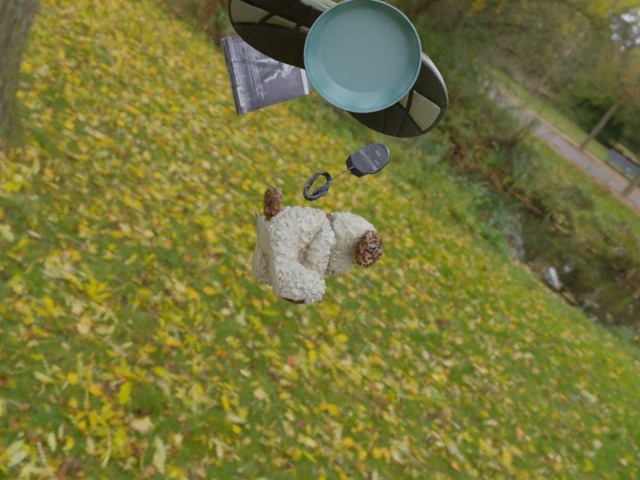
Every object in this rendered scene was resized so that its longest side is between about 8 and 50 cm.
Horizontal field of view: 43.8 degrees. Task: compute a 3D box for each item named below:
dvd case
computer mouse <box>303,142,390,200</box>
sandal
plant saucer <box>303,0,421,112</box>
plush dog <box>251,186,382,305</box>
[{"bbox_3d":[-0.116,-0.383,1.762,0.221,0.164,0.018,-26,22,-39],"label":"dvd case"},{"bbox_3d":[0.061,-0.154,1.839,0.071,0.242,0.041,56,-19,15],"label":"computer mouse"},{"bbox_3d":[0.032,-0.240,0.980,0.303,0.120,0.086,33,40,-8],"label":"sandal"},{"bbox_3d":[0.043,-0.190,0.813,0.119,0.119,0.021,31,30,-14],"label":"plant saucer"},{"bbox_3d":[0.000,0.000,1.530,0.225,0.210,0.262,-2,9,-19],"label":"plush dog"}]
